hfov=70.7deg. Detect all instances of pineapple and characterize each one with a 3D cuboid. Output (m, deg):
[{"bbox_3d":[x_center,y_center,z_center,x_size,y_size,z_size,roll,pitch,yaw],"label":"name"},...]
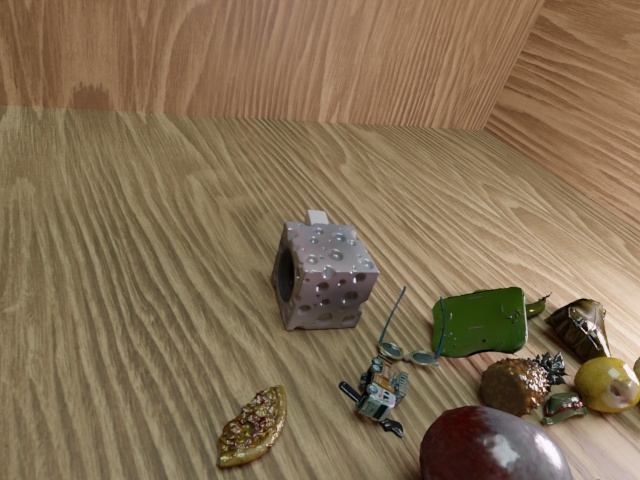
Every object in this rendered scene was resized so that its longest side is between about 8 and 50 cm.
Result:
[{"bbox_3d":[0.625,0.411,1.348,0.341,0.169,0.169,-3,39,-40],"label":"pineapple"}]

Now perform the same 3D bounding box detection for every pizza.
[{"bbox_3d":[-0.149,0.424,1.044,0.127,0.058,0.246,35,35,25],"label":"pizza"}]

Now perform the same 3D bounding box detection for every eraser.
[{"bbox_3d":[0.000,0.000,1.698,0.076,0.078,0.298,6,36,-16],"label":"eraser"}]

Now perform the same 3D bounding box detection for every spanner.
[{"bbox_3d":[0.132,0.441,1.188,0.209,0.012,0.046,35,37,25],"label":"spanner"}]

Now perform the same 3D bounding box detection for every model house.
[{"bbox_3d":[0.517,0.283,1.420,0.154,0.294,0.206,37,50,-39],"label":"model house"}]

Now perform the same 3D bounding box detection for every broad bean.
[{"bbox_3d":[0.765,0.258,1.695,0.325,0.067,0.075,-4,70,-32],"label":"broad bean"}]

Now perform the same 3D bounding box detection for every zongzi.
[{"bbox_3d":[0.985,0.349,1.618,0.286,0.134,0.288,-9,55,-40],"label":"zongzi"}]

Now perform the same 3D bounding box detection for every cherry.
[{"bbox_3d":[0.376,0.526,0.960,0.327,0.291,0.334,9,52,-31],"label":"cherry"}]

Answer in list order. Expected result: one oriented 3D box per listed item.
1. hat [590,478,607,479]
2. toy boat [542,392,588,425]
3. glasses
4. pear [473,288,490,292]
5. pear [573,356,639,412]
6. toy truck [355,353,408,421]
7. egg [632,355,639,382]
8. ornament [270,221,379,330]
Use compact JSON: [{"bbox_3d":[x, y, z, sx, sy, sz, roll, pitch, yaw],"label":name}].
[{"bbox_3d":[0.751,0.659,1.096,0.193,0.082,0.193,13,33,-8],"label":"hat"},{"bbox_3d":[0.721,0.492,1.331,0.185,0.071,0.089,-1,-4,-25],"label":"toy boat"},{"bbox_3d":[0.285,0.259,1.372,0.190,0.220,0.088,15,-5,-2],"label":"glasses"},{"bbox_3d":[0.604,0.220,1.656,0.092,0.092,0.097,36,22,26],"label":"pear"},{"bbox_3d":[0.876,0.445,1.389,0.178,0.178,0.178,12,34,-8],"label":"pear"},{"bbox_3d":[0.165,0.397,1.192,0.115,0.080,0.177,29,25,3],"label":"toy truck"},{"bbox_3d":[1.114,0.460,1.445,0.189,0.188,0.253,15,28,-3],"label":"egg"},{"bbox_3d":[0.001,0.109,1.400,0.240,0.239,0.239,3,37,-23],"label":"ornament"}]
